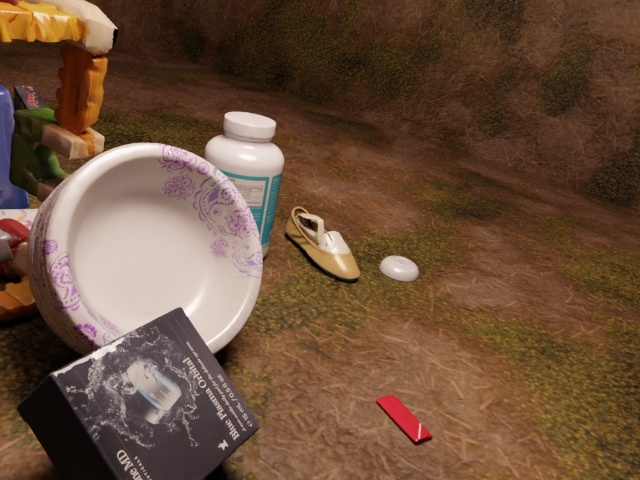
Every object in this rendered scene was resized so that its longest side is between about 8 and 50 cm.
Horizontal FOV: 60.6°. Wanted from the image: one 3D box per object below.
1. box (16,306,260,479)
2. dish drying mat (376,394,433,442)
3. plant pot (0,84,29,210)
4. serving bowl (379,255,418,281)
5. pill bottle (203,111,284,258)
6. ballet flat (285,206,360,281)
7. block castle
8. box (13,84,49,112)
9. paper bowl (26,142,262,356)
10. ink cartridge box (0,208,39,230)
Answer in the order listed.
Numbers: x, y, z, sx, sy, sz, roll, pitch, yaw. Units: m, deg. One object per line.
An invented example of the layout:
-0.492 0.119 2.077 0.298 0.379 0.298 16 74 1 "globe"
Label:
-0.170 0.174 0.535 0.156 0.093 0.158 55 35 5 "box"
0.111 0.235 0.725 0.032 0.008 0.083 -6 30 -33 "dish drying mat"
-0.688 -0.169 0.966 0.236 0.235 0.212 26 34 30 "plant pot"
0.165 0.053 1.130 0.083 0.027 0.083 10 25 -5 "serving bowl"
-0.149 -0.097 1.016 0.146 0.264 0.146 11 24 -5 "pill bottle"
0.000 0.000 1.110 0.080 0.073 0.232 -8 31 -38 "ballet flat"
-0.445 -0.096 0.653 0.213 0.453 0.303 27 28 15 "block castle"
-0.642 -0.239 1.217 0.044 0.159 0.233 -5 29 -35 "box"
-0.230 0.027 0.723 0.284 0.284 0.148 -13 -1 -44 "paper bowl"
-0.503 -0.013 0.918 0.123 0.052 0.088 -5 29 -32 "ink cartridge box"
